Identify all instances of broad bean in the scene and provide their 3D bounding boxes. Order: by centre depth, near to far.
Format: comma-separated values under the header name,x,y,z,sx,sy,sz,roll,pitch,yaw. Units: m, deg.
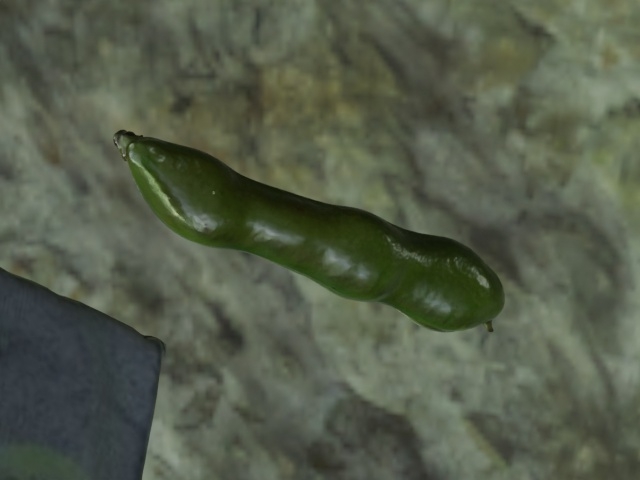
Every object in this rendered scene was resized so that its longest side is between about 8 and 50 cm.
name,x,y,z,sx,sy,sz,roll,pitch,yaw
broad bean,0.001,0.001,0.993,0.256,0.052,0.053,21,-157,-24

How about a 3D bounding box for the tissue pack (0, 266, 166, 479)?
name,x,y,z,sx,sy,sz,roll,pitch,yaw
tissue pack,-0.263,0.104,0.664,0.394,0.124,0.288,27,-119,-32
